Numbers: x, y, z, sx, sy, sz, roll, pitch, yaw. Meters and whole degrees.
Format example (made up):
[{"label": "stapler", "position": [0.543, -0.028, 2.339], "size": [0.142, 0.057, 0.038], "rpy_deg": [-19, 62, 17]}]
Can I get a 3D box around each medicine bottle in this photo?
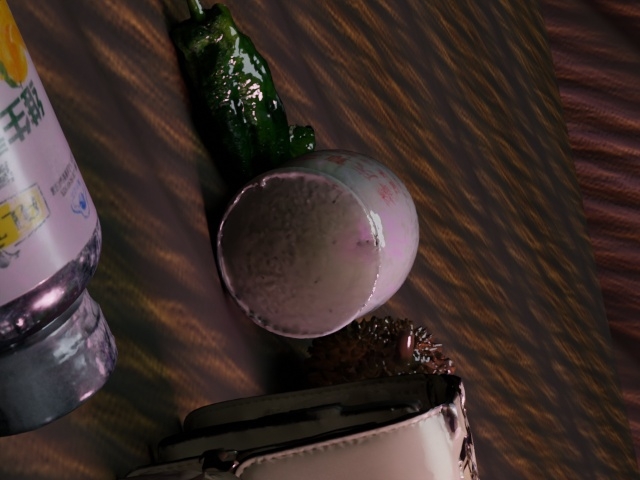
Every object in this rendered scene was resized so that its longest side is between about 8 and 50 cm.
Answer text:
[{"label": "medicine bottle", "position": [0.000, 0.000, 1.590], "size": [0.143, 0.147, 0.147], "rpy_deg": [-25, 103, -70]}, {"label": "medicine bottle", "position": [-0.204, -0.039, 1.001], "size": [0.141, 0.141, 0.293], "rpy_deg": [-71, 146, -57]}]

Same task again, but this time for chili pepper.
[{"label": "chili pepper", "position": [-0.065, -0.126, 1.609], "size": [0.279, 0.065, 0.122], "rpy_deg": [61, 16, -48]}]

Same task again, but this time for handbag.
[{"label": "handbag", "position": [0.025, 0.291, 1.346], "size": [0.160, 0.236, 0.359], "rpy_deg": [-42, 119, -72]}]

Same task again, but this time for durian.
[{"label": "durian", "position": [0.060, 0.143, 1.635], "size": [0.196, 0.167, 0.196], "rpy_deg": [44, -38, 48]}]

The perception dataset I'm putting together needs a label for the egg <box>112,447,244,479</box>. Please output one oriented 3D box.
[{"label": "egg", "position": [-0.086, 0.253, 1.006], "size": [0.310, 0.279, 0.279], "rpy_deg": [-54, 131, -71]}]
